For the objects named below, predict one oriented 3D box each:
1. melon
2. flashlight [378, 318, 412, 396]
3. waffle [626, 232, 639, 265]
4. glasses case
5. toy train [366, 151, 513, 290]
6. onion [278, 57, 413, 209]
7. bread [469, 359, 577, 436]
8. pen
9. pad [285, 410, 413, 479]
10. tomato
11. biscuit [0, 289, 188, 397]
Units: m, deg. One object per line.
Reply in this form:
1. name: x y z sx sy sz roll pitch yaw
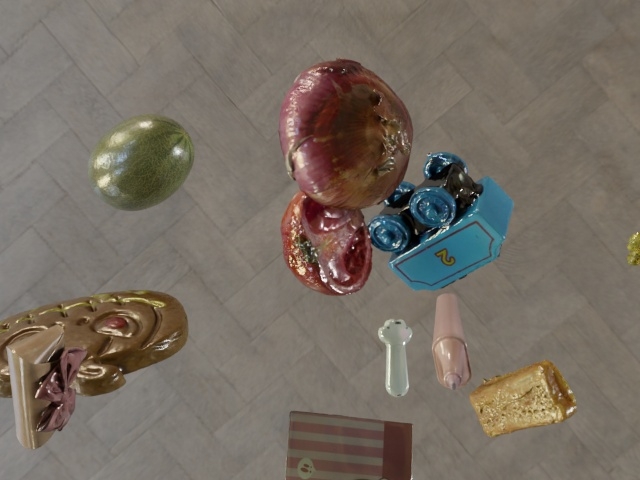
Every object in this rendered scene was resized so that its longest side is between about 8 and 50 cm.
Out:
1. melon: -0.474 -0.209 1.839 0.301 0.237 0.238 -29 92 23
2. flashlight: 0.198 0.308 1.804 0.093 0.047 0.201 3 77 -21
3. waffle: 0.593 -0.021 1.062 0.243 0.238 0.059 -16 72 6
4. glasses case: -0.380 0.216 0.989 0.070 0.102 0.194 35 130 29
5. toy train: 0.269 -0.033 1.587 0.265 0.188 0.300 42 134 -14
6. onion: 0.053 -0.153 0.986 0.229 0.163 0.230 1 88 -31
7. bread: 0.434 0.345 1.500 0.077 0.271 0.139 -15 73 -28
8. pen: 0.128 0.100 0.674 0.032 0.197 0.053 -9 103 12
9. pad: 0.040 0.403 0.977 0.202 0.005 0.300 11 69 -17
10. tomato: 0.000 0.000 1.132 0.099 0.173 0.189 -16 97 38
11. biscuit: -0.439 0.178 1.266 0.394 0.350 0.070 -14 112 -28
